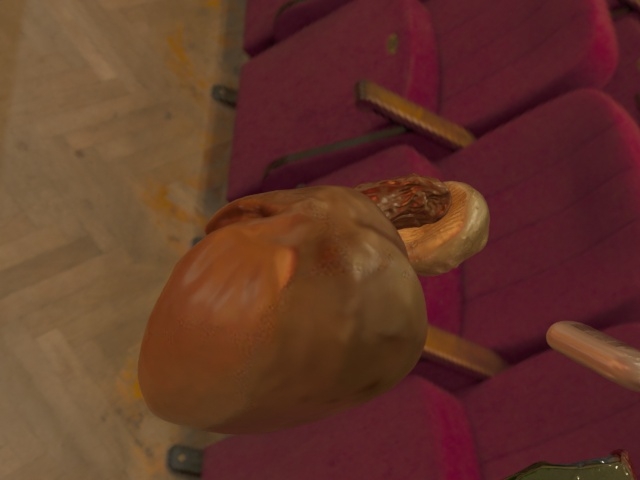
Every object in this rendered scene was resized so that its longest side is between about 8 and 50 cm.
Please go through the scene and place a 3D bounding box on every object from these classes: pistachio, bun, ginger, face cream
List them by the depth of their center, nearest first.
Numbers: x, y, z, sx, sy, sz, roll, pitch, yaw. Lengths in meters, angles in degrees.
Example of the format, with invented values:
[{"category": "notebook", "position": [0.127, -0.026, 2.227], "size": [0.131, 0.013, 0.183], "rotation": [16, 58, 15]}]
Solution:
[{"category": "pistachio", "position": [-0.031, 0.050, 0.597], "size": [0.153, 0.238, 0.138], "rotation": [54, 44, -9]}, {"category": "ginger", "position": [-0.002, 0.001, 0.917], "size": [0.290, 0.122, 0.084], "rotation": [-27, 73, -22]}, {"category": "face cream", "position": [0.553, 0.225, 1.727], "size": [0.144, 0.070, 0.291], "rotation": [12, 9, -37]}, {"category": "bun", "position": [0.259, -0.016, 1.974], "size": [0.133, 0.231, 0.231], "rotation": [43, 38, -29]}]

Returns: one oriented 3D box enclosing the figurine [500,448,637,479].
[{"category": "figurine", "position": [0.180, 0.264, 0.847], "size": [0.185, 0.234, 0.127], "rotation": [-22, 62, -17]}]
